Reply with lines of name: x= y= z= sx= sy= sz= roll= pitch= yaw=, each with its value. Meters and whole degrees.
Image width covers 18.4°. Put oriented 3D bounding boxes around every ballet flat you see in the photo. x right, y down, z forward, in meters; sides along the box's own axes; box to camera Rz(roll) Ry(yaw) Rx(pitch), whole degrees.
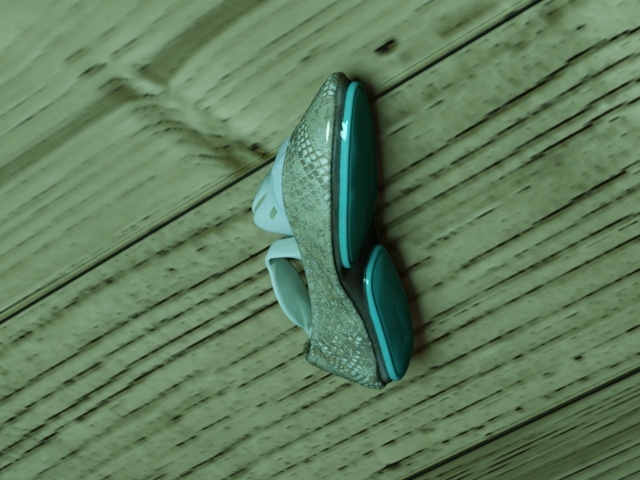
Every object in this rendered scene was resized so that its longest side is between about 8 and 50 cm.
ballet flat: x=0.000 y=0.000 z=1.012 sx=0.067 sy=0.073 sz=0.206 roll=6 pitch=133 yaw=18
